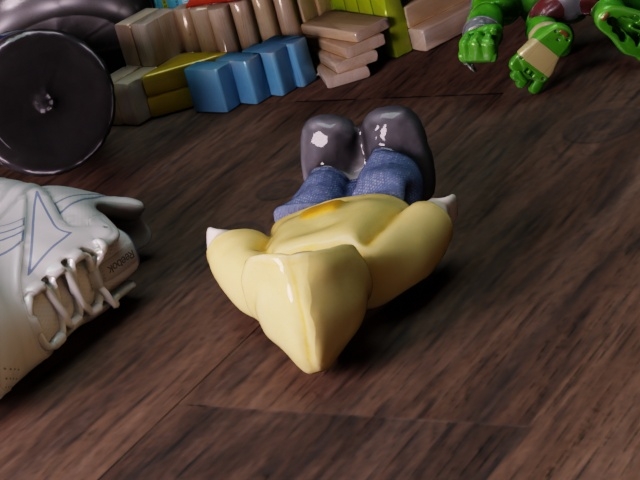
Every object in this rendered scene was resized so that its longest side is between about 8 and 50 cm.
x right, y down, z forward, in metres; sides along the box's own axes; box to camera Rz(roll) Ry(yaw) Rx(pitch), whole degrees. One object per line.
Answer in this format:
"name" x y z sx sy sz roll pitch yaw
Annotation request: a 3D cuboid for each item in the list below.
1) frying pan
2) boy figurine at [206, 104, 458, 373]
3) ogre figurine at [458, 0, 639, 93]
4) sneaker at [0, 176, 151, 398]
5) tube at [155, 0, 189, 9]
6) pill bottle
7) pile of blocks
"frying pan" -0.309 -0.181 1.845 0.326 0.197 0.053 -10 61 -17
"boy figurine" 0.000 0.000 1.340 0.177 0.092 0.285 -5 21 16
"ogre figurine" 0.205 -0.190 1.647 0.197 0.097 0.118 -25 34 6
"sneaker" -0.200 0.025 1.392 0.129 0.111 0.297 -5 25 9
"tube" -0.160 -0.227 1.934 0.207 0.080 0.052 -14 -8 27
"pill bottle" -0.252 -0.121 1.713 0.123 0.123 0.219 -21 10 -13
"pile of blocks" -0.032 -0.204 1.802 0.362 0.113 0.149 -19 23 -7
